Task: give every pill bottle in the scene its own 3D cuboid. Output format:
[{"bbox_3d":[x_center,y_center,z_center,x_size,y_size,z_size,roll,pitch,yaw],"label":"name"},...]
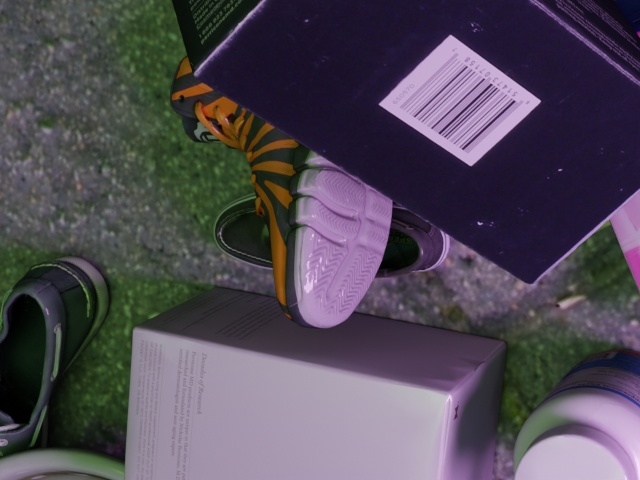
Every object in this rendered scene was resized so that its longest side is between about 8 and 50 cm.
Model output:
[{"bbox_3d":[0.228,0.172,1.303,0.124,0.221,0.124,4,102,21],"label":"pill bottle"}]

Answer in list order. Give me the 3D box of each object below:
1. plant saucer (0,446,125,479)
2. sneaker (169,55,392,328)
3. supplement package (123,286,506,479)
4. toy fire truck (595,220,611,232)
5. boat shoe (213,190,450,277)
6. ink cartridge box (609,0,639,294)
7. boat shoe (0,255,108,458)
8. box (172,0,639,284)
[{"bbox_3d":[-0.218,0.387,1.586,0.400,0.100,0.400,4,102,20],"label":"plant saucer"},{"bbox_3d":[-0.039,-0.071,1.395,0.180,0.124,0.321,-8,64,31],"label":"sneaker"},{"bbox_3d":[-0.004,0.165,1.418,0.293,0.177,0.175,10,104,20],"label":"supplement package"},{"bbox_3d":[0.204,-0.047,1.366,0.192,0.047,0.135,-45,82,22],"label":"toy fire truck"},{"bbox_3d":[0.000,0.000,1.440,0.228,0.076,0.080,8,103,20],"label":"boat shoe"},{"bbox_3d":[0.302,-0.076,1.266,0.176,0.069,0.371,-24,77,15],"label":"ink cartridge box"},{"bbox_3d":[-0.320,0.156,1.583,0.116,0.099,0.319,35,111,11],"label":"boat shoe"},{"bbox_3d":[0.061,-0.186,1.167,0.343,0.312,0.179,30,117,-35],"label":"box"}]
